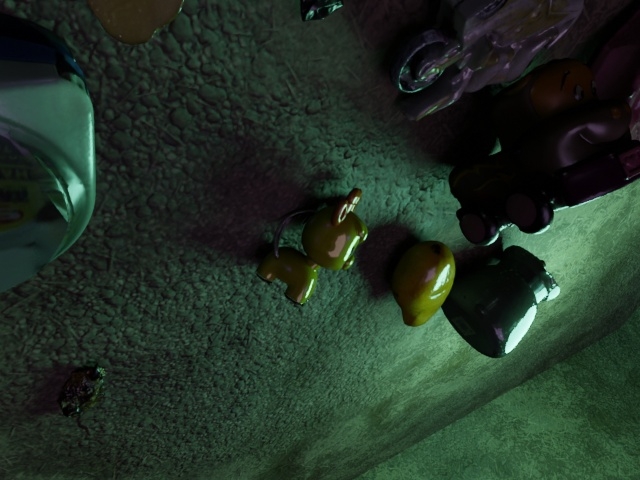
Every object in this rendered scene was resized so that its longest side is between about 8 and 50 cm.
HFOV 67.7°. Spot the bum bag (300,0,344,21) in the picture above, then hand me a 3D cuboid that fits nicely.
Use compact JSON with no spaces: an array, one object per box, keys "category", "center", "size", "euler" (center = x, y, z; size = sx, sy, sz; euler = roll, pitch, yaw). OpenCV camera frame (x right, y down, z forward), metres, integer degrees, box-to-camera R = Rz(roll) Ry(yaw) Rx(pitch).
[{"category":"bum bag","center":[-0.001,-0.314,0.539],"size":[0.057,0.034,0.125],"euler":[-14,137,-13]}]

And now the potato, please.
[{"category":"potato","center":[-0.176,-0.249,0.452],"size":[0.096,0.067,0.103],"euler":[31,119,-25]}]

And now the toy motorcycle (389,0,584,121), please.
[{"category":"toy motorcycle","center":[0.255,-0.301,0.689],"size":[0.340,0.108,0.223],"euler":[-34,155,8]}]

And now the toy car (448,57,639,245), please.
[{"category":"toy car","center":[0.366,-0.148,0.839],"size":[0.271,0.241,0.340],"euler":[-22,177,-28]}]

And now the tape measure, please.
[{"category":"tape measure","center":[-0.355,-0.069,0.443],"size":[0.259,0.138,0.262],"euler":[-7,134,-31]}]

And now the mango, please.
[{"category":"mango","center":[0.229,0.097,1.086],"size":[0.157,0.109,0.262],"euler":[-31,148,-23]}]

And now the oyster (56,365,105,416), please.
[{"category":"oyster","center":[-0.412,0.261,0.825],"size":[0.086,0.029,0.132],"euler":[-14,139,-26]}]

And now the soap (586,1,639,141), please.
[{"category":"soap","center":[0.590,-0.280,0.916],"size":[0.220,0.127,0.325],"euler":[5,115,-38]}]

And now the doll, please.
[{"category":"doll","center":[0.000,0.000,0.812],"size":[0.221,0.135,0.143],"euler":[-53,172,12]}]

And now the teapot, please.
[{"category":"teapot","center":[0.494,0.163,1.275],"size":[0.285,0.223,0.305],"euler":[-37,140,-10]}]
